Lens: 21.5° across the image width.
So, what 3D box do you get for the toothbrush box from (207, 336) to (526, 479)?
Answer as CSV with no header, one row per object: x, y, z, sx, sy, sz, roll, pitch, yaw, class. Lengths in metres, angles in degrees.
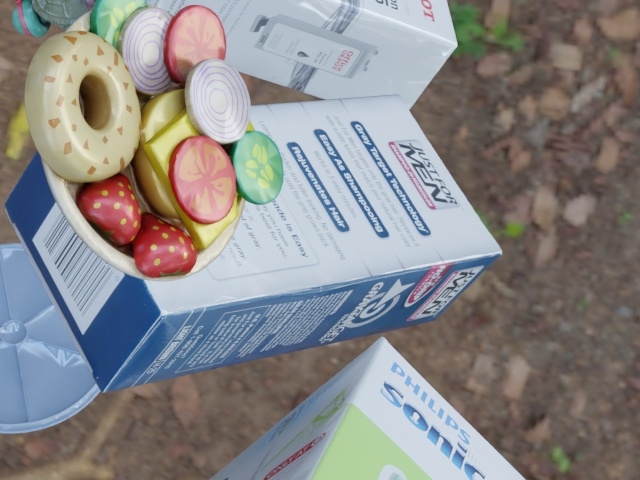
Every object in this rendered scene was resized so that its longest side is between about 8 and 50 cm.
-0.038,0.192,0.619,0.122,0.206,0.283,46,28,-5,toothbrush box

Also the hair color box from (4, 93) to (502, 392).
-0.043,-0.007,1.274,0.347,0.174,0.105,-9,149,-43,hair color box

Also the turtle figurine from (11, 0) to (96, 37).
-0.222,-0.242,1.688,0.234,0.118,0.175,-19,87,6,turtle figurine

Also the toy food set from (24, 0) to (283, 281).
-0.046,-0.030,0.475,0.082,0.020,0.083,-47,117,-43,toy food set

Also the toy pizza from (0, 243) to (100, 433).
-0.294,0.095,1.612,0.201,0.201,0.032,-38,162,-25,toy pizza

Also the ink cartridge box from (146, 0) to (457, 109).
-0.029,-0.252,1.570,0.283,0.207,0.117,15,134,-26,ink cartridge box
